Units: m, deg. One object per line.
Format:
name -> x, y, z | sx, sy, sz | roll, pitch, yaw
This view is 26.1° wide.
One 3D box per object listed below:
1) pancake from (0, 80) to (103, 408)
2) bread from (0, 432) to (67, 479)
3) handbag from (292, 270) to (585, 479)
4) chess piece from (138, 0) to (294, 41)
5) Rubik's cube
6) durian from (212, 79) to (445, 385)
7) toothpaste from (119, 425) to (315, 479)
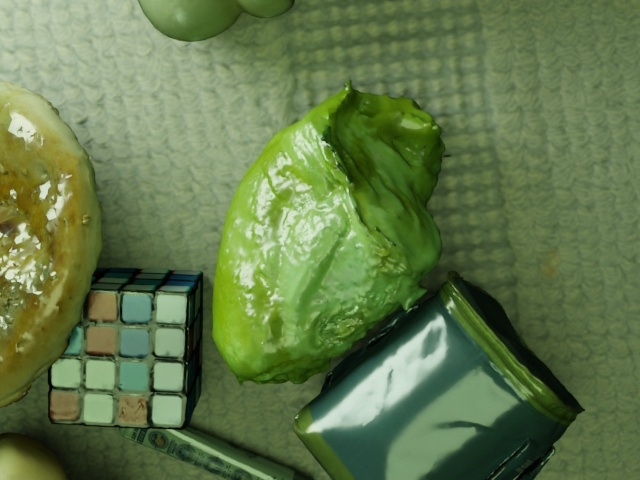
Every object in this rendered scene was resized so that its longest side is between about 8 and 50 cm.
pancake -> -0.398, -0.002, 1.504 | 0.387, 0.082, 0.387 | -7, 75, 26
bread -> -0.378, 0.429, 1.509 | 0.245, 0.329, 0.424 | 29, 92, -2
handbag -> 0.133, 0.190, 1.492 | 0.241, 0.263, 0.222 | -42, 69, 10
chess piece -> -0.046, -0.320, 1.486 | 0.330, 0.182, 0.182 | -20, 96, 10
Rubik's cube -> -0.214, 0.116, 1.551 | 0.155, 0.151, 0.154 | 3, 99, 2
durian -> 0.000, 0.000, 1.485 | 0.339, 0.256, 0.204 | -42, 123, 14
toothpaste -> -0.123, 0.253, 1.621 | 0.239, 0.039, 0.062 | 22, 131, -1
